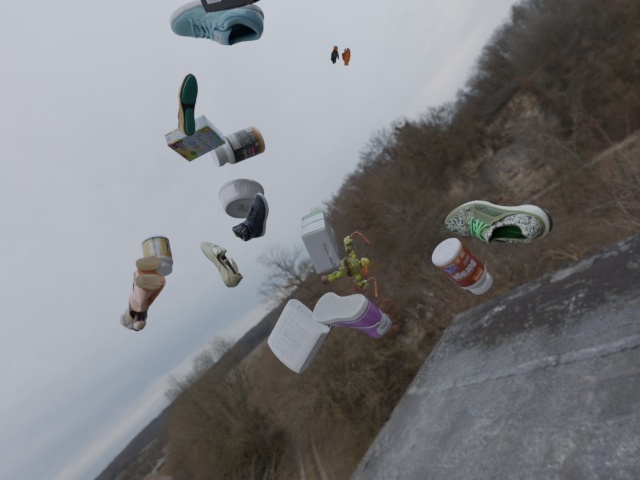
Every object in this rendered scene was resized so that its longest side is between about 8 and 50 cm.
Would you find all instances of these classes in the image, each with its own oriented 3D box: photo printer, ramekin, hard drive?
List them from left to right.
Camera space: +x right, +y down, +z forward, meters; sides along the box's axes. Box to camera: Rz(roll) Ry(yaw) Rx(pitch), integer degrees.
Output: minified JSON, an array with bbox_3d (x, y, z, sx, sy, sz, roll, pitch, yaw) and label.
[{"bbox_3d":[-0.464,-0.239,2.383,0.273,0.127,0.272,-10,-29,-6],"label":"ramekin"},{"bbox_3d":[-0.225,-0.892,1.387,0.338,0.237,0.064,-55,-40,-32],"label":"hard drive"},{"bbox_3d":[-0.119,0.484,1.977,0.107,0.256,0.307,-10,-48,-57],"label":"photo printer"}]

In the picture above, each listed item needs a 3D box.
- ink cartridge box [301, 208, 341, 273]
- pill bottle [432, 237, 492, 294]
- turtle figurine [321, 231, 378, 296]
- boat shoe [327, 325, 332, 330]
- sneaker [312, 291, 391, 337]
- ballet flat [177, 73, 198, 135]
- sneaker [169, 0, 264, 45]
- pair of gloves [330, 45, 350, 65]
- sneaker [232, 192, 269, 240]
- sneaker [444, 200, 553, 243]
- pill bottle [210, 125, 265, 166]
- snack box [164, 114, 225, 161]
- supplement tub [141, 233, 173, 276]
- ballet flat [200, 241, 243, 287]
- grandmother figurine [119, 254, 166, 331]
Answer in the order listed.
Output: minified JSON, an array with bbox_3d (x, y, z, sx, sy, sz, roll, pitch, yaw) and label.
[{"bbox_3d":[0.000,0.000,1.369,0.087,0.152,0.208,-21,19,6],"label":"ink cartridge box"},{"bbox_3d":[0.516,0.099,1.442,0.121,0.216,0.121,-45,19,20],"label":"pill bottle"},{"bbox_3d":[0.107,0.116,1.554,0.218,0.269,0.087,-16,8,24],"label":"turtle figurine"},{"bbox_3d":[0.053,0.485,2.391,0.112,0.095,0.335,-43,-4,34],"label":"boat shoe"},{"bbox_3d":[0.094,0.237,1.200,0.282,0.161,0.102,-9,50,61],"label":"sneaker"},{"bbox_3d":[-0.523,-0.523,1.539,0.080,0.073,0.232,-20,-55,-54],"label":"ballet flat"},{"bbox_3d":[-0.398,-0.823,1.537,0.367,0.149,0.135,-8,-26,-1],"label":"sneaker"},{"bbox_3d":[0.086,-0.781,1.691,0.010,0.084,0.074,-92,9,-79],"label":"pair of gloves"},{"bbox_3d":[-0.327,-0.101,1.860,0.164,0.086,0.226,-21,-55,-47],"label":"sneaker"},{"bbox_3d":[0.659,-0.056,1.566,0.411,0.157,0.182,2,27,47],"label":"sneaker"},{"bbox_3d":[-0.461,-0.515,2.211,0.279,0.162,0.162,-28,-7,-20],"label":"pill bottle"},{"bbox_3d":[-0.573,-0.466,1.842,0.207,0.070,0.174,-26,-19,9],"label":"snack box"},{"bbox_3d":[-0.869,0.083,2.136,0.145,0.199,0.144,-17,-26,-8],"label":"supplement tub"},{"bbox_3d":[-0.405,0.082,1.662,0.086,0.248,0.086,-36,-14,-10],"label":"ballet flat"},{"bbox_3d":[-0.591,0.202,1.316,0.342,0.104,0.207,-51,35,44],"label":"grandmother figurine"}]
